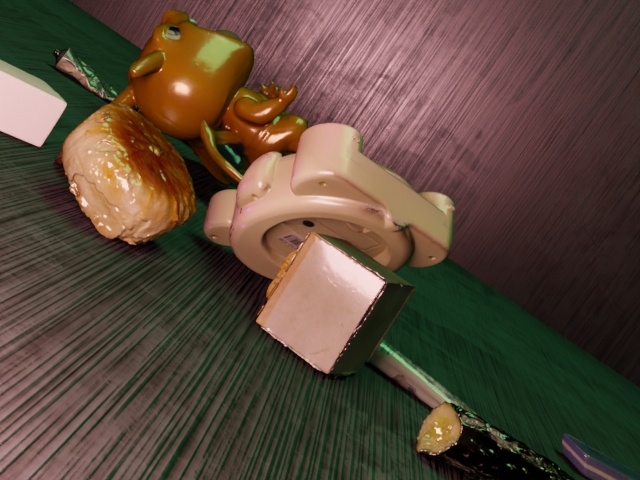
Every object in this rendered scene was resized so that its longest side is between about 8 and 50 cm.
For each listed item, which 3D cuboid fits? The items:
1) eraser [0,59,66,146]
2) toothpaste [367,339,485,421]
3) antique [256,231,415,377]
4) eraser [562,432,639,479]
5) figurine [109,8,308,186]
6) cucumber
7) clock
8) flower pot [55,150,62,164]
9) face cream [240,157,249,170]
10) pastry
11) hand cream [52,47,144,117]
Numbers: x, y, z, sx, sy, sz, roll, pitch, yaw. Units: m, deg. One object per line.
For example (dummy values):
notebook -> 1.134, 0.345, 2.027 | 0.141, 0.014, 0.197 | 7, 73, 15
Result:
eraser -> -0.476, -0.216, 1.343 | 0.076, 0.078, 0.298 | 41, 10, 38
toothpaste -> 0.150, 0.211, 1.485 | 0.239, 0.039, 0.062 | 37, 13, 3
antique -> 0.016, 0.079, 1.347 | 0.148, 0.146, 0.152 | 36, 7, 19
eraser -> 0.501, 0.401, 1.766 | 0.225, 0.036, 0.082 | 30, 7, -24
figurine -> -0.185, -0.238, 1.954 | 0.387, 0.268, 0.401 | 33, 11, -16
cucumber -> 0.257, 0.299, 1.272 | 0.303, 0.081, 0.072 | 32, -20, -12
clock -> 0.005, -0.029, 1.498 | 0.309, 0.114, 0.284 | -19, -38, 42
flower pot -> -0.296, -0.117, 1.433 | 0.089, 0.111, 0.111 | 46, 4, -19
face cream -> -0.216, -0.225, 2.313 | 0.349, 0.105, 0.105 | 35, 8, 7
pastry -> -0.238, -0.087, 1.304 | 0.182, 0.093, 0.192 | 55, 20, -1
hand cream -> -0.446, -0.324, 2.158 | 0.248, 0.052, 0.075 | 32, 10, -19
